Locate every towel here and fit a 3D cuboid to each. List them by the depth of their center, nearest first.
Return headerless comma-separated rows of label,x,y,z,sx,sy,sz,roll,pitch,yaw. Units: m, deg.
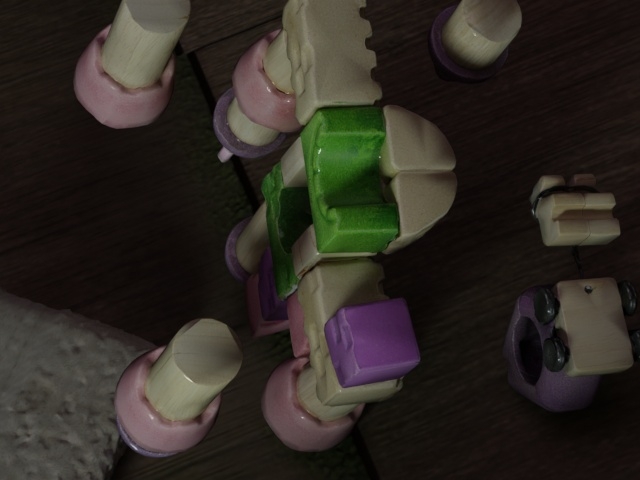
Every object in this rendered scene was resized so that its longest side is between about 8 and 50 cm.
towel,-0.231,0.149,1.232,0.187,0.049,0.282,21,51,3

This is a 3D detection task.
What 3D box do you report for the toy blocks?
toy blocks,0.000,0.000,1.250,0.308,0.260,0.289,-3,71,-18
